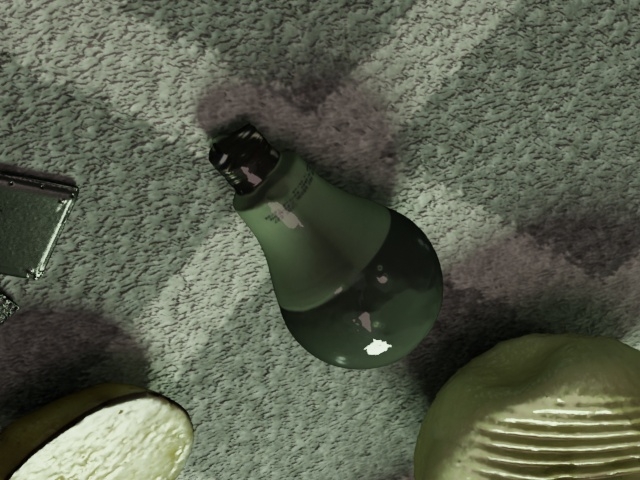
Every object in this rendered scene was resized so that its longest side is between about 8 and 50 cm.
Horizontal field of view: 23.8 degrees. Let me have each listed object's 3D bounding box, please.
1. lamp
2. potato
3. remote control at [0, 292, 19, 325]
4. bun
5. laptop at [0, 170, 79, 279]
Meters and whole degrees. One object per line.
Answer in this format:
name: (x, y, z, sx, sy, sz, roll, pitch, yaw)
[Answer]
lamp: (0.018, -0.005, 1.624, 0.182, 0.182, 0.313, -24, 116, 0)
potato: (-0.290, 0.264, 1.766, 0.299, 0.116, 0.239, -44, 137, 4)
remote control: (-0.373, 0.090, 1.648, 0.096, 0.014, 0.039, -36, 132, 11)
bun: (0.286, 0.279, 1.892, 0.349, 0.227, 0.352, 4, 101, -2)
laptop: (-0.351, -0.021, 1.559, 0.180, 0.016, 0.129, 10, 126, -29)
